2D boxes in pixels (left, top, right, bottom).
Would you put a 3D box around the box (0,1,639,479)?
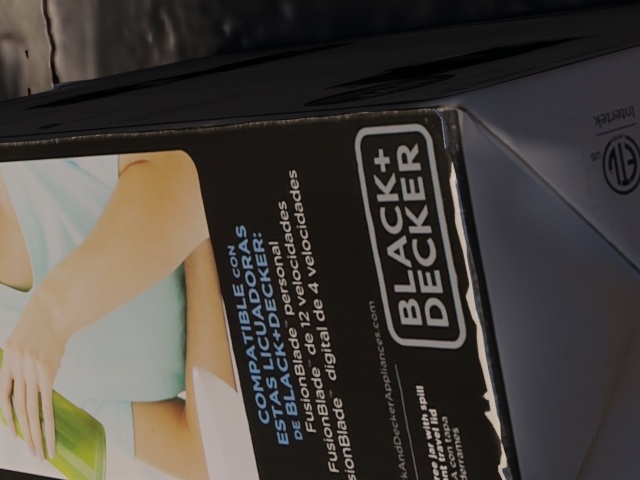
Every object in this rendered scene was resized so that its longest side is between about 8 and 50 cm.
[{"bbox_3d":[0.000,0.000,0.471,0.290,0.169,0.087,0,104,50],"label":"box"}]
